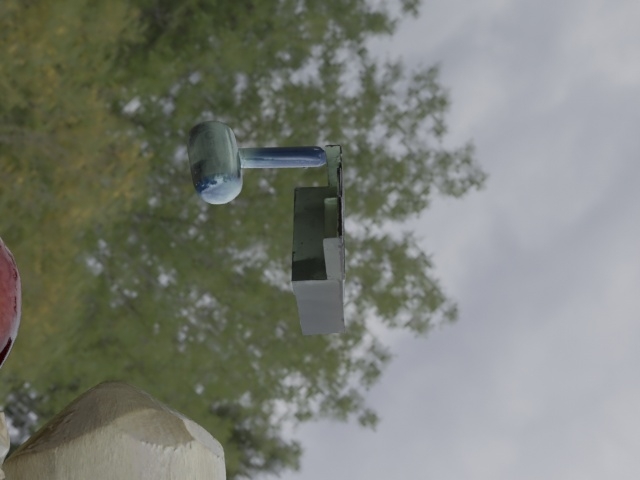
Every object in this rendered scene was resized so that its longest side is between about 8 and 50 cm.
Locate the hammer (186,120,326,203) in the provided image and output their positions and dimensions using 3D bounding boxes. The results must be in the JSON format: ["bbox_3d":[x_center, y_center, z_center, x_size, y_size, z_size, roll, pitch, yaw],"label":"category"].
[{"bbox_3d":[-0.084,-0.110,1.665,0.069,0.193,0.116,110,-27,-55],"label":"hammer"}]

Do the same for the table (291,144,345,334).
[{"bbox_3d":[0.000,0.000,1.416,0.062,0.175,0.146,-3,-132,4],"label":"table"}]

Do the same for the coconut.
[{"bbox_3d":[-0.213,0.273,1.250,0.237,0.237,0.266,-30,-128,36],"label":"coconut"}]

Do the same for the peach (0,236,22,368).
[{"bbox_3d":[-0.383,0.058,1.048,0.243,0.243,0.200,-30,-149,36],"label":"peach"}]

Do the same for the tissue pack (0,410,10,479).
[{"bbox_3d":[-0.376,0.168,0.933,0.186,0.222,0.090,-31,-125,18],"label":"tissue pack"}]
